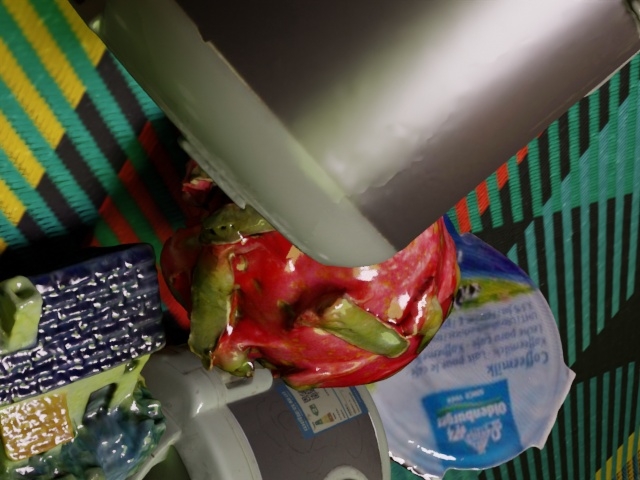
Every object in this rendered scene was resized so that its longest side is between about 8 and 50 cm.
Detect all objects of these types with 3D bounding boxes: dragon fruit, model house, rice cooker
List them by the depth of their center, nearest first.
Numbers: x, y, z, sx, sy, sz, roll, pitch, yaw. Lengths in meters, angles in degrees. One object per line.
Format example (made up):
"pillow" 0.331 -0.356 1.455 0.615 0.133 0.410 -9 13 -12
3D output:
"rice cooker" 0.031 -0.189 0.947 0.325 0.335 0.335 -41 157 5
"model house" -0.209 0.097 1.280 0.194 0.170 0.211 -17 148 -37
"dragon fruit" -0.011 0.003 1.328 0.237 0.231 0.302 -10 159 24
"rice cooker" -0.100 0.227 1.549 0.277 0.288 0.288 -11 144 -47

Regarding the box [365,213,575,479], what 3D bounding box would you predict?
"box" 0.096 0.122 1.749 0.262 0.291 0.206 -15 171 -26
